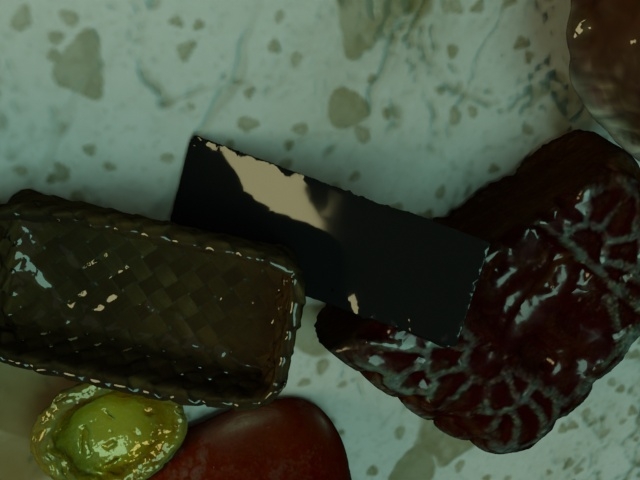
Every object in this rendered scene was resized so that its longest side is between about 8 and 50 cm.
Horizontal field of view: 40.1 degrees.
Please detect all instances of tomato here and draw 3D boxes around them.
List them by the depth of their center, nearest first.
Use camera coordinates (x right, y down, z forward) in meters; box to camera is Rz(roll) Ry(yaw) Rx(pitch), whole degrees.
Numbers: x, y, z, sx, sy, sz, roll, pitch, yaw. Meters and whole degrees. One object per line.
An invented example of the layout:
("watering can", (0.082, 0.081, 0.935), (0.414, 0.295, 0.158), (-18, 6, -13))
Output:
("tomato", (-0.050, 0.210, 0.637), (0.174, 0.082, 0.167), (-17, 119, -14))

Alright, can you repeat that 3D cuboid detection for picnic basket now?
("picnic basket", (-0.106, 0.033, 0.523), (0.193, 0.055, 0.110), (13, 110, 1))

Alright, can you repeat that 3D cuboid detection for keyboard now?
("keyboard", (0.000, 0.000, 0.537), (0.196, 0.015, 0.074), (20, 104, 11))

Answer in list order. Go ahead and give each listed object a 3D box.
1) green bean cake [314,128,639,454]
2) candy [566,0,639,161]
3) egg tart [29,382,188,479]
("green bean cake", (0.138, 0.031, 0.614), (0.198, 0.097, 0.233), (39, 97, -29))
("candy", (0.278, -0.164, 0.536), (0.289, 0.157, 0.214), (-46, 117, -13))
("egg tart", (-0.141, 0.123, 0.588), (0.105, 0.039, 0.105), (-8, 115, -16))
